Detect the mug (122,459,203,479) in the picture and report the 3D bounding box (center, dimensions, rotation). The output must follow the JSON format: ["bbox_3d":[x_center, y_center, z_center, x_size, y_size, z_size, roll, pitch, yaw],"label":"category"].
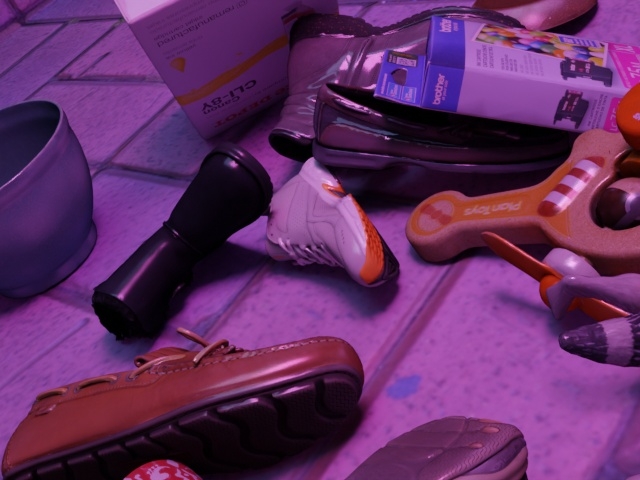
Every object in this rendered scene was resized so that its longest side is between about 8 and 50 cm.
[{"bbox_3d":[-0.091,0.264,0.704,0.169,0.150,0.113,21,95,52],"label":"mug"}]

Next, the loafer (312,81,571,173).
[{"bbox_3d":[0.136,-0.135,0.971,0.303,0.095,0.109,2,24,12],"label":"loafer"}]

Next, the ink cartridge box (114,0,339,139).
[{"bbox_3d":[-0.125,-0.336,1.210,0.279,0.384,0.160,-28,74,-2],"label":"ink cartridge box"}]

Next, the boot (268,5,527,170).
[{"bbox_3d":[0.108,-0.191,1.125,0.339,0.118,0.222,-2,60,11],"label":"boot"}]

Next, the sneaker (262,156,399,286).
[{"bbox_3d":[0.000,0.000,0.973,0.121,0.099,0.262,-36,28,1],"label":"sneaker"}]

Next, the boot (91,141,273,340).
[{"bbox_3d":[-0.168,0.013,0.988,0.207,0.094,0.246,-53,6,-31],"label":"boot"}]

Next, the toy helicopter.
[{"bbox_3d":[0.230,-0.013,0.830,0.355,0.140,0.234,-7,48,43],"label":"toy helicopter"}]

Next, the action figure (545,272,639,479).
[{"bbox_3d":[0.343,0.096,0.545,0.330,0.178,0.341,-18,39,15],"label":"action figure"}]

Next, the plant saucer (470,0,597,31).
[{"bbox_3d":[0.297,-0.345,1.215,0.199,0.036,0.198,-15,26,8],"label":"plant saucer"}]

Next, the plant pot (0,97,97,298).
[{"bbox_3d":[-0.449,-0.041,1.215,0.293,0.196,0.293,-18,37,14],"label":"plant pot"}]

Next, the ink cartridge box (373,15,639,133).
[{"bbox_3d":[0.222,-0.190,0.945,0.311,0.065,0.185,8,31,5],"label":"ink cartridge box"}]

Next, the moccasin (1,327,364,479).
[{"bbox_3d":[-0.137,0.159,0.829,0.380,0.139,0.146,-22,44,24],"label":"moccasin"}]

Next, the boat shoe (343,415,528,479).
[{"bbox_3d":[0.012,0.249,0.562,0.356,0.130,0.132,-25,6,-19],"label":"boat shoe"}]
